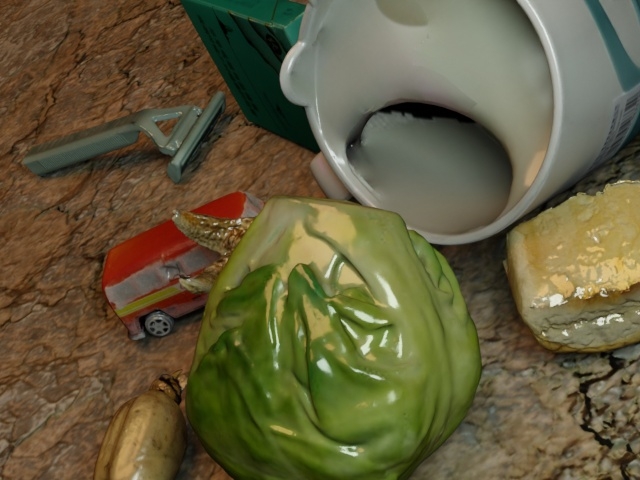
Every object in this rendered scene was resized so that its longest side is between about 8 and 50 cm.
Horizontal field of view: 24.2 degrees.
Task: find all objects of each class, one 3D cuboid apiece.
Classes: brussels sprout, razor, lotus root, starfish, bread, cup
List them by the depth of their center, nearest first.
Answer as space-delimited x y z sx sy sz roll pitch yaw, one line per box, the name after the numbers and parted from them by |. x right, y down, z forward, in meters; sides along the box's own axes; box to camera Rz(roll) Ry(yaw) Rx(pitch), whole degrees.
0.003 0.079 1.023 0.223 0.161 0.223 -10 71 32 | brussels sprout
0.190 0.025 1.023 0.125 0.082 0.106 -16 45 11 | bread
0.113 -0.119 1.131 0.257 0.219 0.289 -27 -9 -48 | cup
-0.138 0.163 1.163 0.072 0.063 0.152 -40 25 52 | lotus root
0.000 0.000 1.192 0.235 0.062 0.277 12 24 31 | starfish
-0.229 -0.107 1.618 0.278 0.056 0.111 -5 44 40 | razor

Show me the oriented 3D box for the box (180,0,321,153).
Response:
-0.040 -0.161 1.410 0.042 0.161 0.226 -39 31 -15 | box

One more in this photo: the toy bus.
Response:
-0.110 0.017 1.317 0.174 0.077 0.079 -24 34 19 | toy bus
